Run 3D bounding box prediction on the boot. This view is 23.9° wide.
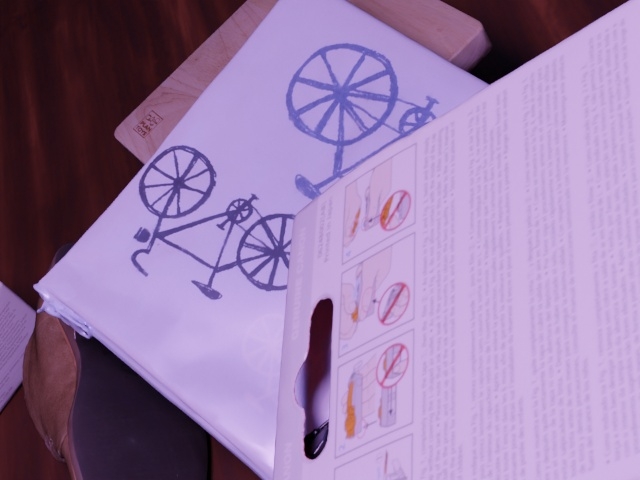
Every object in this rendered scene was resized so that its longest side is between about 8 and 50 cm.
[{"bbox_3d":[-0.171,0.148,1.198,0.115,0.112,0.305,-55,38,31],"label":"boot"}]

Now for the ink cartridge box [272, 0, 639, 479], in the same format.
[{"bbox_3d":[0.124,0.047,0.911,0.385,0.091,0.308,-31,44,41],"label":"ink cartridge box"}]

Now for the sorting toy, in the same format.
[{"bbox_3d":[-0.007,-0.105,1.274,0.255,0.089,0.257,-45,41,-5],"label":"sorting toy"}]

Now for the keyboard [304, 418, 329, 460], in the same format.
[{"bbox_3d":[0.106,0.101,0.989,0.201,0.033,0.317,19,74,19],"label":"keyboard"}]

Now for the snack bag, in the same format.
[{"bbox_3d":[0.000,0.000,1.106,0.323,0.037,0.342,35,80,29],"label":"snack bag"}]

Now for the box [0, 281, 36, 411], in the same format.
[{"bbox_3d":[-0.311,0.085,1.336,0.101,0.087,0.102,19,68,45],"label":"box"}]
